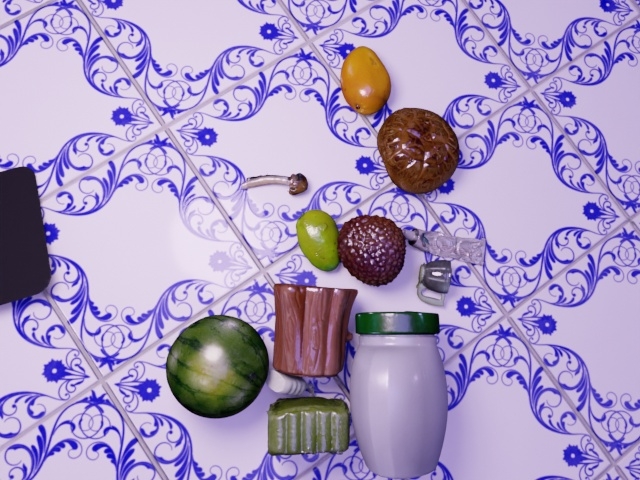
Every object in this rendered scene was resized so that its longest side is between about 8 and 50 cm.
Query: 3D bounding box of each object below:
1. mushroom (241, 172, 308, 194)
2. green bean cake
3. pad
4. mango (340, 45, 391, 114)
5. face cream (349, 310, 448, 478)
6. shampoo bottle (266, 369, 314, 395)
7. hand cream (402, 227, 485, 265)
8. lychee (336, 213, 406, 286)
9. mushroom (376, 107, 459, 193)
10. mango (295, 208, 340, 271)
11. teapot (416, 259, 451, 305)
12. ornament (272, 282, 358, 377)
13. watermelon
[{"bbox_3d":[-0.127,-0.159,1.244,0.187,0.061,0.060,2,68,7],"label":"mushroom"},{"bbox_3d":[-0.029,0.446,1.076,0.200,0.214,0.113,-1,78,-6],"label":"green bean cake"},{"bbox_3d":[-0.809,-0.010,1.168,0.315,0.063,0.375,-17,73,-7],"label":"pad"},{"bbox_3d":[0.128,-0.470,1.284,0.145,0.112,0.219,-4,70,-6],"label":"mango"},{"bbox_3d":[0.191,0.354,1.069,0.219,0.312,0.357,-5,77,26],"label":"face cream"},{"bbox_3d":[-0.070,0.367,1.132,0.077,0.152,0.045,21,85,41],"label":"shampoo bottle"},{"bbox_3d":[0.349,0.010,1.260,0.257,0.050,0.084,11,83,-10],"label":"hand cream"},{"bbox_3d":[0.130,0.020,1.165,0.188,0.188,0.188,1,81,-5],"label":"lychee"},{"bbox_3d":[0.276,-0.256,1.245,0.253,0.153,0.253,3,78,-15],"label":"mushroom"},{"bbox_3d":[0.000,0.000,1.203,0.119,0.100,0.178,-22,92,-11],"label":"mango"},{"bbox_3d":[0.312,0.112,1.221,0.090,0.092,0.124,6,74,12],"label":"teapot"},{"bbox_3d":[-0.032,0.222,1.124,0.235,0.221,0.218,11,81,-49],"label":"ornament"},{"bbox_3d":[-0.246,0.300,1.067,0.242,0.242,0.242,1,81,-5],"label":"watermelon"}]
